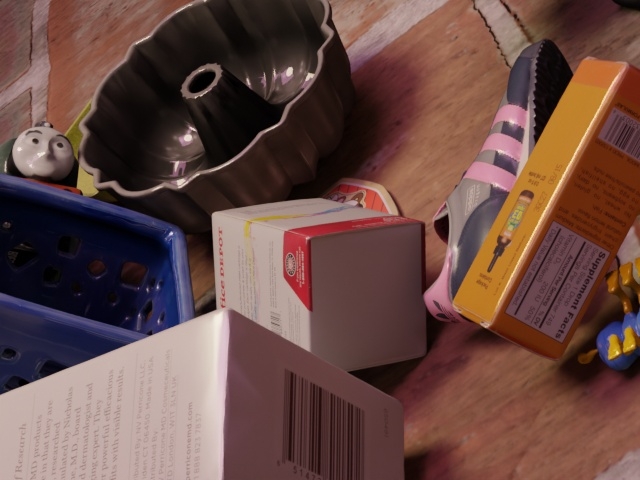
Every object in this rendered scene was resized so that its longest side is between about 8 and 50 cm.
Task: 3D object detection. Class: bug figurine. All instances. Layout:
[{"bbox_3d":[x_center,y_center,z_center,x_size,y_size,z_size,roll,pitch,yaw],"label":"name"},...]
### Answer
[{"bbox_3d":[0.296,-0.020,1.295,0.216,0.072,0.279,-29,37,36],"label":"bug figurine"}]

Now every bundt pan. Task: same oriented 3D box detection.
[{"bbox_3d":[-0.103,-0.137,1.818,0.331,0.124,0.331,-20,42,19],"label":"bundt pan"}]

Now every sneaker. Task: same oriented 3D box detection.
[{"bbox_3d":[0.162,-0.058,1.473,0.131,0.112,0.319,-19,36,31],"label":"sneaker"}]

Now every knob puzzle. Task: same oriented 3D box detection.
[{"bbox_3d":[0.000,0.000,1.680,0.213,0.030,0.213,-31,31,21],"label":"knob puzzle"}]

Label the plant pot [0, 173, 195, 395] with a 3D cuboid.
[{"bbox_3d":[-0.272,0.097,1.656,0.236,0.236,0.212,-101,32,-56],"label":"plant pot"}]

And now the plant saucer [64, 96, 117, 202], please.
[{"bbox_3d":[-0.265,-0.112,2.037,0.188,0.045,0.188,2,52,51],"label":"plant saucer"}]

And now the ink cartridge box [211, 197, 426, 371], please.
[{"bbox_3d":[-0.004,0.038,1.489,0.127,0.128,0.176,-9,13,-31],"label":"ink cartridge box"}]

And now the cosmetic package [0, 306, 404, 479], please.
[{"bbox_3d":[-0.174,0.226,1.366,0.453,0.230,0.161,-22,53,34],"label":"cosmetic package"}]

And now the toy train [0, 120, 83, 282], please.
[{"bbox_3d":[-0.354,-0.004,1.890,0.334,0.142,0.190,130,145,-60],"label":"toy train"}]

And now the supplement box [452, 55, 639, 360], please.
[{"bbox_3d":[0.198,-0.026,1.291,0.233,0.080,0.078,-60,21,1],"label":"supplement box"}]

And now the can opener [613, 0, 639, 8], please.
[{"bbox_3d":[0.336,-0.246,1.562,0.059,0.073,0.186,-53,20,-1],"label":"can opener"}]

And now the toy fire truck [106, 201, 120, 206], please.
[{"bbox_3d":[-0.275,-0.048,2.061,0.192,0.047,0.135,-15,40,39],"label":"toy fire truck"}]
